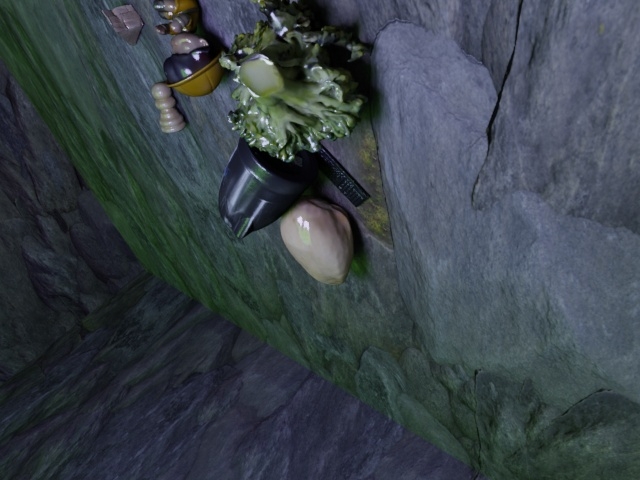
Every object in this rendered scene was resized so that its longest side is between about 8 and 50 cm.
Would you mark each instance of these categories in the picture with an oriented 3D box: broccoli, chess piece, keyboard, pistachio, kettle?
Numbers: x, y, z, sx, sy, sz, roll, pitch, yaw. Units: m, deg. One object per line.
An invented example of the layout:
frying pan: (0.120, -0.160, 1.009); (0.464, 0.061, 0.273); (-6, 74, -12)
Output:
broccoli: (-0.064, -0.356, 0.992); (0.272, 0.324, 0.334); (-152, 44, -77)
chess piece: (-0.551, -0.484, 1.594); (0.094, 0.094, 0.170); (23, 136, 32)
keyboard: (0.039, -0.202, 1.288); (0.250, 0.017, 0.087); (47, 151, -3)
pistachio: (0.000, 0.000, 1.395); (0.214, 0.193, 0.318); (-20, 112, 9)
kettle: (-0.186, -0.184, 1.314); (0.228, 0.320, 0.324); (19, 136, -26)

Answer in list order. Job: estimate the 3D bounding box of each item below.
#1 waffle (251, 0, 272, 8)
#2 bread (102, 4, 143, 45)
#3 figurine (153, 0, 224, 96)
waffle: (-0.155, -0.628, 0.958); (0.204, 0.054, 0.223); (38, 151, 10)
bread: (-0.651, -0.686, 1.436); (0.152, 0.105, 0.077); (-17, 108, 56)
figurine: (-0.357, -0.531, 1.221); (0.192, 0.167, 0.256); (22, 123, 55)
